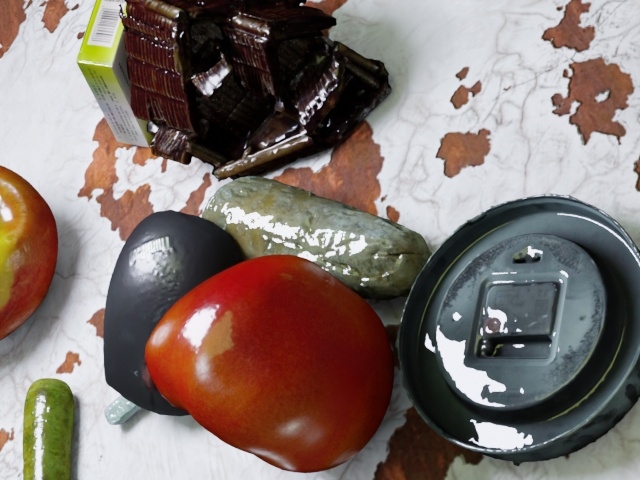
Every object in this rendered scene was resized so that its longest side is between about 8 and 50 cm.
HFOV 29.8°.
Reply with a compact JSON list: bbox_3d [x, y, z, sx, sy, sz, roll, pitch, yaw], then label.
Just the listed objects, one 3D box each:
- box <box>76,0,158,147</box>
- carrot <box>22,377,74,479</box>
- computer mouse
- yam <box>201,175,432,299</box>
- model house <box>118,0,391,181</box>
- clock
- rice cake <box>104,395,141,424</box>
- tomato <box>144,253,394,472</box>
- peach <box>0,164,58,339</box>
[{"bbox_3d":[-0.294,-0.281,1.861,0.062,0.260,0.175,9,68,10],"label":"box"},{"bbox_3d":[-0.380,0.358,1.680,0.074,0.074,0.359,-26,53,25],"label":"carrot"},{"bbox_3d":[-0.201,0.100,1.573,0.170,0.100,0.269,14,106,21],"label":"computer mouse"},{"bbox_3d":[0.000,0.000,1.548,0.330,0.133,0.133,14,74,40],"label":"yam"},{"bbox_3d":[-0.130,-0.233,1.679,0.317,0.282,0.297,31,86,45],"label":"model house"},{"bbox_3d":[0.231,0.099,1.349,0.312,0.061,0.313,-19,54,29],"label":"clock"},{"bbox_3d":[-0.219,0.190,1.672,0.207,0.033,0.033,-39,76,13],"label":"rice cake"},{"bbox_3d":[-0.047,0.134,1.405,0.298,0.298,0.226,26,84,44],"label":"tomato"},{"bbox_3d":[-0.572,0.024,1.889,0.332,0.307,0.308,-31,47,42],"label":"peach"}]
